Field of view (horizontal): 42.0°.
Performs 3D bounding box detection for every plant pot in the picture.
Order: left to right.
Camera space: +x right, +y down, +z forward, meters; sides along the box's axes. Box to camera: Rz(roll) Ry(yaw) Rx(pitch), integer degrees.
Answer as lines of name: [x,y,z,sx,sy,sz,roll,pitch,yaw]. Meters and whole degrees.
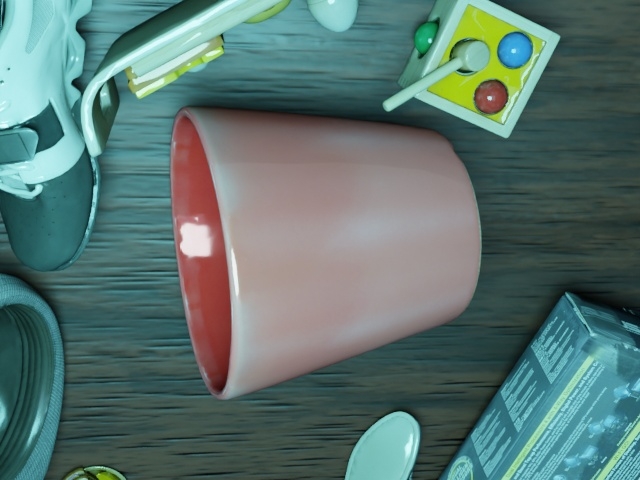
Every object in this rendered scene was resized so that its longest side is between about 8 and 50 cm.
plant pot: [0.000,0.000,0.791,0.243,0.275,0.275,-6,112,-18]

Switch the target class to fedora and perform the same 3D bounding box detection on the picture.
fedora: [-0.372,0.160,0.832,0.124,0.243,0.275,13,111,18]

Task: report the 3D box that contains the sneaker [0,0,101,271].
sneaker: [-0.284,-0.119,0.738,0.122,0.146,0.331,8,108,22]

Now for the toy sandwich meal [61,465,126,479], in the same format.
toy sandwich meal: [-0.265,0.300,0.979,0.085,0.029,0.086,-3,111,-7]

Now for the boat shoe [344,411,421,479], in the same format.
boat shoe: [0.073,0.298,1.024,0.065,0.075,0.206,6,110,-57]

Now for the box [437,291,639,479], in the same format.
box: [0.336,0.282,1.002,0.318,0.097,0.395,18,116,-17]

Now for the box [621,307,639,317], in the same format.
box: [0.403,0.165,1.026,0.116,0.029,0.162,7,109,-11]

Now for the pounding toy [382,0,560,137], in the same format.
pounding toy: [0.140,-0.171,0.820,0.141,0.100,0.130,21,106,-15]

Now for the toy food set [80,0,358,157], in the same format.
toy food set: [-0.062,-0.177,0.724,0.306,0.220,0.092,-28,112,3]
